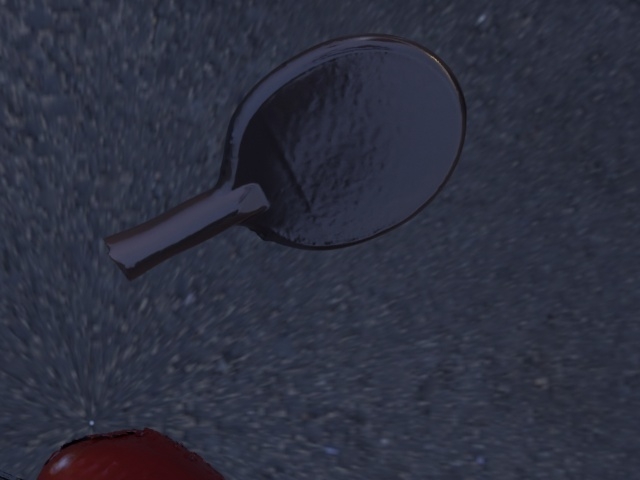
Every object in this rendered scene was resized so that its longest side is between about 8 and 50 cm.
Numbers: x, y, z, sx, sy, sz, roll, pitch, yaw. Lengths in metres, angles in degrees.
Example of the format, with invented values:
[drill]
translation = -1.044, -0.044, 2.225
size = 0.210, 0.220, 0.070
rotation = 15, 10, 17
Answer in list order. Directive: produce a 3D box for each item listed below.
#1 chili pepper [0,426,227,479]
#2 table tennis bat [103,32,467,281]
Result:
[chili pepper]
translation = -0.037, 0.162, 0.773
size = 0.110, 0.387, 0.110
rotation = -21, 119, -43
[table tennis bat]
translation = 0.000, 0.000, 0.721
size = 0.170, 0.119, 0.107
rotation = -27, 129, 0
